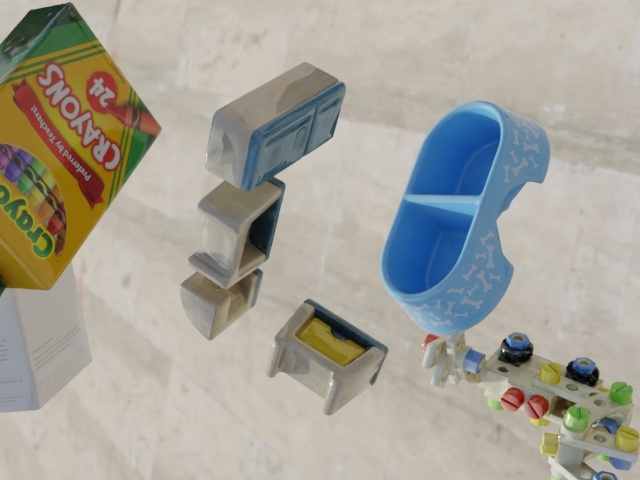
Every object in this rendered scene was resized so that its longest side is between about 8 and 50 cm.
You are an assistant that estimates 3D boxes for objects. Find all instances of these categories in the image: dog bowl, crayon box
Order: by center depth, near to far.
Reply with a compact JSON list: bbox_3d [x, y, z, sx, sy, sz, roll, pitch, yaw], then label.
[{"bbox_3d":[-0.329,-0.088,1.195,0.081,0.202,0.318,1,49,36],"label":"crayon box"},{"bbox_3d":[0.167,-0.037,1.281,0.166,0.074,0.297,4,68,50],"label":"dog bowl"}]

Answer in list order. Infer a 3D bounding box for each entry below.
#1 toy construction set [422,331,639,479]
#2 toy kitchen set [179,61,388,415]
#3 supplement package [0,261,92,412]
[{"bbox_3d":[0.292,0.221,1.463,0.328,0.215,0.151,32,128,18],"label":"toy construction set"},{"bbox_3d":[0.000,0.000,0.830,0.166,0.122,0.207,31,130,18],"label":"toy kitchen set"},{"bbox_3d":[-0.426,0.053,1.348,0.175,0.177,0.293,-53,-43,-72],"label":"supplement package"}]
